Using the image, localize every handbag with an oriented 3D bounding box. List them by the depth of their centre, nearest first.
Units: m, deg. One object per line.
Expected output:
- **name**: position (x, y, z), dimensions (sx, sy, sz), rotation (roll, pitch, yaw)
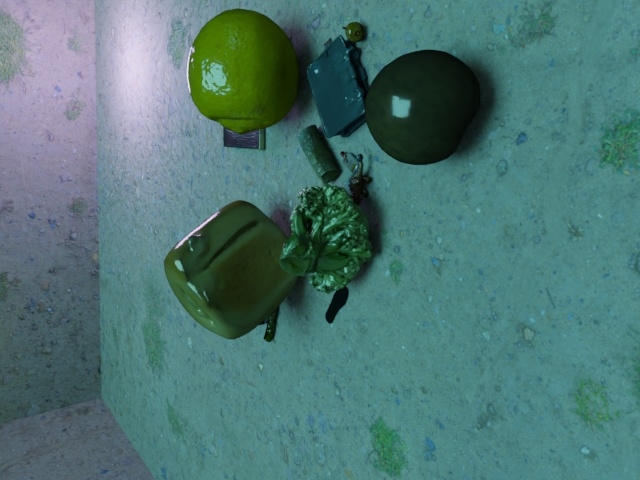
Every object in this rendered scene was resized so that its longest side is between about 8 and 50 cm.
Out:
- **handbag**: position (0.058, -0.403, 1.556), dimensions (0.179, 0.062, 0.229), rotation (-31, 71, 48)

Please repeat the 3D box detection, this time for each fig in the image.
- **fig**: position (0.081, -0.538, 1.512), dimensions (0.083, 0.050, 0.050), rotation (-127, 44, -53)

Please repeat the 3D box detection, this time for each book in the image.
- **book**: position (-0.265, -0.499, 1.996), dimensions (0.262, 0.028, 0.375), rotation (16, 109, 53)

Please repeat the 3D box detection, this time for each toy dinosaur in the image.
- **toy dinosaur**: position (0.100, -0.154, 1.548), dimensions (0.055, 0.049, 0.154), rotation (41, 135, 48)

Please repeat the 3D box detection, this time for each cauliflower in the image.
- **cauliflower**: position (0.000, 0.000, 1.538), dimensions (0.275, 0.250, 0.272), rotation (54, 141, 3)

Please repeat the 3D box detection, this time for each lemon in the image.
- **lemon**: position (-0.220, -0.483, 1.697), dimensions (0.347, 0.347, 0.349), rotation (13, 106, 52)

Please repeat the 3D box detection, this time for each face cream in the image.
- **face cream**: position (0.080, -0.212, 1.588), dimensions (0.083, 0.021, 0.040), rotation (52, 133, 35)

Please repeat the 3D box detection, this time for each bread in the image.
- **bread**: position (-0.260, 0.086, 1.797), dimensions (0.348, 0.376, 0.253), rotation (51, 150, -11)

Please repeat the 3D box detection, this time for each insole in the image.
- **insole**: position (0.047, 0.187, 1.718), dimensions (0.053, 0.002, 0.153), rotation (52, 134, 34)

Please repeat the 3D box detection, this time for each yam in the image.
- **yam**: position (-0.008, -0.241, 1.664), dimensions (0.068, 0.068, 0.170), rotation (-49, 57, 45)

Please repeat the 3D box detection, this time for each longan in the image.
- **longan**: position (0.217, -0.278, 1.241), dimensions (0.248, 0.248, 0.249), rotation (13, 106, 52)

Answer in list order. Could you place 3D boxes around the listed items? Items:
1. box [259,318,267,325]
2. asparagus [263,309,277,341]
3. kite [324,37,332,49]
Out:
- **box**: position (-0.251, 0.224, 2.092), dimensions (0.207, 0.041, 0.050), rotation (37, 125, 44)
- **asparagus**: position (-0.166, 0.269, 1.995), dimensions (0.036, 0.030, 0.165), rotation (44, 130, 53)
- **kite**: position (0.016, -0.524, 1.635), dimensions (0.078, 0.002, 0.044), rotation (-54, 54, 42)
